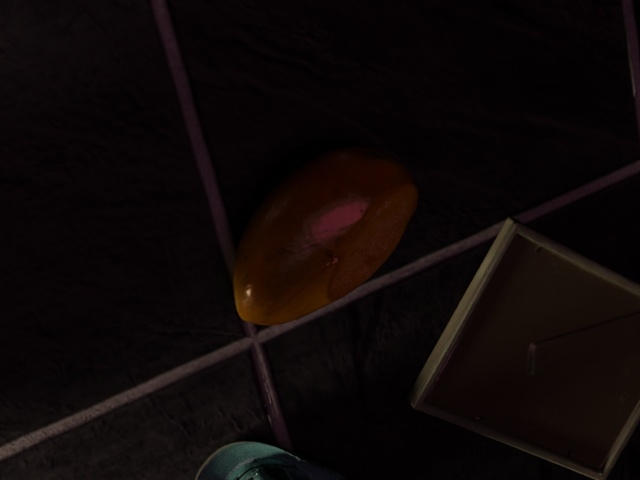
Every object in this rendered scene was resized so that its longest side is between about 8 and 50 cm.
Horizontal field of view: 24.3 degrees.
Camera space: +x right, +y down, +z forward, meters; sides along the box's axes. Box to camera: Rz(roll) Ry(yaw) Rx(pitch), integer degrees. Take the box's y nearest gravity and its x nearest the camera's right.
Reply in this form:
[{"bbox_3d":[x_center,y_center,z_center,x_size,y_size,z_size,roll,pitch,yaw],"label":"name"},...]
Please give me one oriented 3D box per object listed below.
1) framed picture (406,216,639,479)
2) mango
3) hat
[{"bbox_3d":[0.273,0.133,1.705,0.324,0.020,0.240,23,98,-33],"label":"framed picture"},{"bbox_3d":[-0.004,-0.004,1.462,0.217,0.102,0.141,-47,147,0],"label":"mango"},{"bbox_3d":[-0.044,0.290,1.569,0.191,0.078,0.138,33,95,-33],"label":"hat"}]
